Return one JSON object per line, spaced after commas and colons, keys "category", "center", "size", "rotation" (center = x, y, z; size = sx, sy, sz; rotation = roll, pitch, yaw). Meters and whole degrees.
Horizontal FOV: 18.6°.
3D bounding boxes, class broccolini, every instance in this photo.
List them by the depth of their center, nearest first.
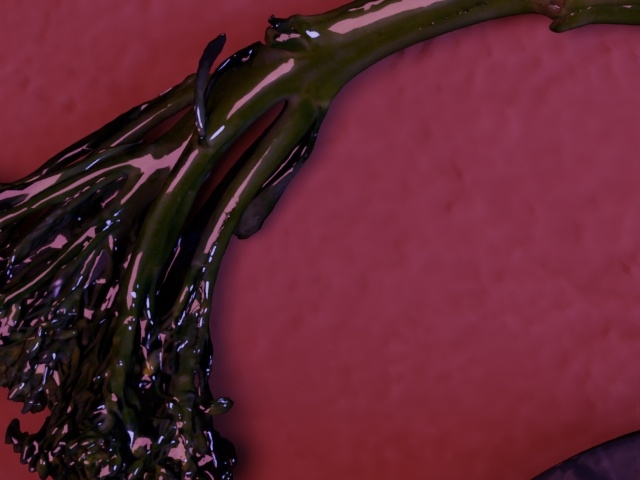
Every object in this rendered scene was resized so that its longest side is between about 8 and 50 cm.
{"category": "broccolini", "center": [0.007, -0.004, 0.540], "size": [0.271, 0.062, 0.123], "rotation": [-20, 91, 17]}

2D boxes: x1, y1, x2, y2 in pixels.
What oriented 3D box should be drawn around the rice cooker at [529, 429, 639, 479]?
{"category": "rice cooker", "center": [0.071, 0.112, 0.480], "size": [0.165, 0.106, 0.112], "rotation": [-42, 75, 19]}
